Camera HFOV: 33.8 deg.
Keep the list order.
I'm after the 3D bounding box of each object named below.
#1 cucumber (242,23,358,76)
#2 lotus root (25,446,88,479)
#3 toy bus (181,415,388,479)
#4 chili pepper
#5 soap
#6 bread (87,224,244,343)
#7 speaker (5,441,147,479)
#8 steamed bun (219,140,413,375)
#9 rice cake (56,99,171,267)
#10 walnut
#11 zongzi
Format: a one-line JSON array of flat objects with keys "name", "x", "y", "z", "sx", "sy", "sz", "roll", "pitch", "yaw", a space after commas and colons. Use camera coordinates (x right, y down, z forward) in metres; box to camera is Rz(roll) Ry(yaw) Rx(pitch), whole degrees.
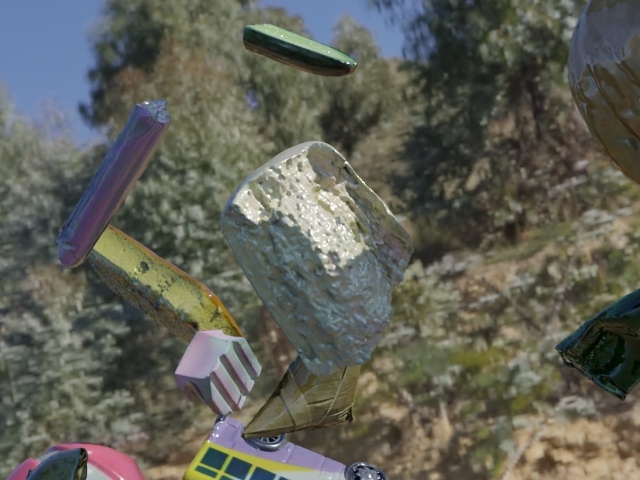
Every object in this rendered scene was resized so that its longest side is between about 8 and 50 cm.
[{"name": "cucumber", "x": -0.040, "y": -0.399, "z": 2.264, "sx": 0.244, "sy": 0.063, "sz": 0.115, "roll": 22, "pitch": 24, "yaw": 13}, {"name": "lotus root", "x": -0.346, "y": 0.354, "z": 1.328, "sx": 0.078, "sy": 0.183, "sz": 0.203, "roll": 10, "pitch": -42, "yaw": -5}, {"name": "toy bus", "x": -0.034, "y": 0.512, "z": 1.883, "sx": 0.440, "sy": 0.209, "sz": 0.249, "roll": 21, "pitch": 27, "yaw": 7}, {"name": "chili pepper", "x": 0.385, "y": 0.118, "z": 1.314, "sx": 0.216, "sy": 0.108, "sz": 0.062, "roll": -51, "pitch": 1, "yaw": 40}, {"name": "soap", "x": -0.135, "y": 0.173, "z": 1.393, "sx": 0.056, "sy": 0.100, "sz": 0.149, "roll": 18, "pitch": -23, "yaw": 20}, {"name": "bread", "x": -0.286, "y": 0.087, "z": 1.859, "sx": 0.077, "sy": 0.361, "sz": 0.138, "roll": -44, "pitch": -45, "yaw": -19}, {"name": "speaker", "x": -0.407, "y": 0.484, "z": 1.740, "sx": 0.294, "sy": 0.294, "sz": 0.294, "roll": -13, "pitch": -10, "yaw": -2}, {"name": "steamed bun", "x": 0.000, "y": 0.000, "z": 1.169, "sx": 0.170, "sy": 0.225, "sz": 0.200, "roll": -28, "pitch": 25, "yaw": 15}, {"name": "rice cake", "x": -0.273, "y": -0.072, "z": 1.374, "sx": 0.055, "sy": 0.049, "sz": 0.270, "roll": 6, "pitch": -53, "yaw": -52}, {"name": "walnut", "x": 0.405, "y": -0.160, "z": 1.056, "sx": 0.252, "sy": 0.313, "sz": 0.277, "roll": -39, "pitch": -8, "yaw": -28}, {"name": "zongzi", "x": -0.022, "y": 0.158, "z": 1.347, "sx": 0.178, "sy": 0.188, "sz": 0.081, "roll": -4, "pitch": 18, "yaw": -43}]
